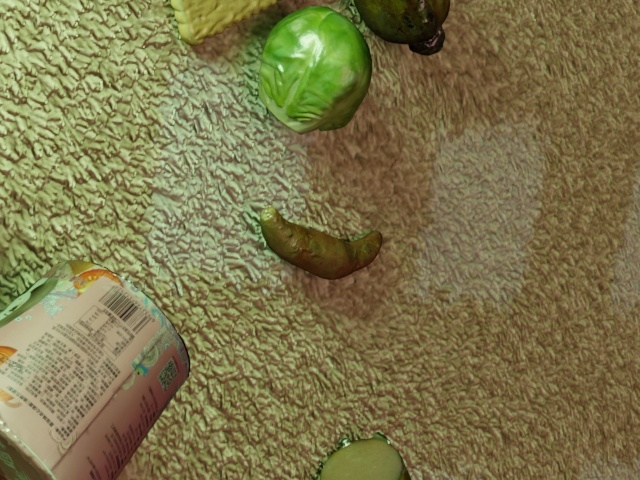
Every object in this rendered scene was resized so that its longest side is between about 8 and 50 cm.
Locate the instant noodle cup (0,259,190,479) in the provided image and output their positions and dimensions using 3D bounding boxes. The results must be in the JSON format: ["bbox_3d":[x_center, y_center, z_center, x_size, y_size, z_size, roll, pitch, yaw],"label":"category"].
[{"bbox_3d":[-0.279,0.161,1.589,0.231,0.243,0.243,-51,131,-34],"label":"instant noodle cup"}]

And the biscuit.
[{"bbox_3d":[-0.090,-0.344,1.798,0.249,0.030,0.160,-36,124,-35],"label":"biscuit"}]

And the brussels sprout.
[{"bbox_3d":[-0.012,-0.207,1.834,0.117,0.155,0.155,17,87,-58],"label":"brussels sprout"}]

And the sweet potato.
[{"bbox_3d":[0.003,0.011,1.960,0.255,0.058,0.078,11,71,-51],"label":"sweet potato"}]

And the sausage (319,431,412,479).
[{"bbox_3d":[0.105,0.420,2.109,0.125,0.117,0.317,-88,157,-54],"label":"sausage"}]

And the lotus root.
[{"bbox_3d":[0.101,-0.317,1.944,0.120,0.120,0.209,-52,132,-24],"label":"lotus root"}]
